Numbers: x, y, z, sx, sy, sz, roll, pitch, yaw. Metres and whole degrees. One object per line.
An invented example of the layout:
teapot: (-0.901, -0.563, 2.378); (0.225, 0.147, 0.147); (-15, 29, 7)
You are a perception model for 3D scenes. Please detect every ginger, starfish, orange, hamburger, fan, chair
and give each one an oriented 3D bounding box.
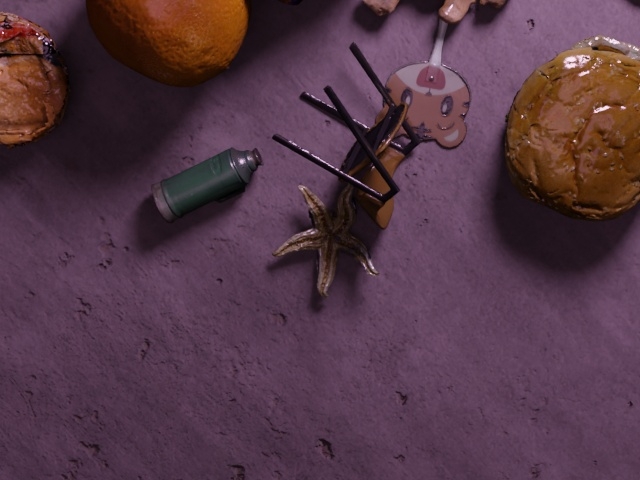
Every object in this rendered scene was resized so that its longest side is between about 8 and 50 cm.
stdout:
ginger: (0.198, -0.404, 1.746); (0.259, 0.065, 0.149); (-27, 99, 8)
starfish: (0.000, 0.000, 1.891); (0.176, 0.053, 0.208); (-11, 103, 8)
orange: (-0.226, -0.356, 1.695); (0.264, 0.264, 0.264); (1, 107, 3)
hamburger: (-0.509, -0.261, 1.817); (0.231, 0.107, 0.230); (0, 110, 0)
fan: (0.180, -0.266, 1.820); (0.153, 0.008, 0.226); (11, 108, 2)
chair: (0.071, -0.153, 1.780); (0.247, 0.158, 0.172); (40, 127, -11)
hamburger: (0.430, -0.174, 1.768); (0.266, 0.134, 0.284); (20, 110, -1)

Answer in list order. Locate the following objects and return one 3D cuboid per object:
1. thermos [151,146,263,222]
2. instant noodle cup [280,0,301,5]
thermos: (-0.182, -0.096, 1.863); (0.188, 0.073, 0.083); (-25, 103, 10)
instant noodle cup: (-0.038, -0.482, 1.658); (0.251, 0.251, 0.190); (44, 114, -10)
